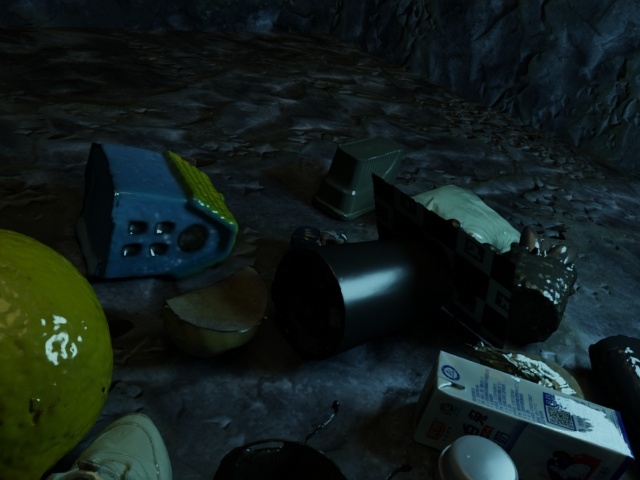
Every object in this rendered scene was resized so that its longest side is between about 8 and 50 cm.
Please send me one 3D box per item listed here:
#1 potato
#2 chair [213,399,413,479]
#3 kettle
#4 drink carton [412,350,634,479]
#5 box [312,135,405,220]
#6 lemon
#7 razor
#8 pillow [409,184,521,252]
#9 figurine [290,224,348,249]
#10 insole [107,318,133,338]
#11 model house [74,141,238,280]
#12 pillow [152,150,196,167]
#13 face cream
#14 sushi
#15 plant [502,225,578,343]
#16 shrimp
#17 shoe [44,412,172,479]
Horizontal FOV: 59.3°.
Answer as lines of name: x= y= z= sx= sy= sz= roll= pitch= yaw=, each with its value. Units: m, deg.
potato: x=-0.167 y=0.140 z=1.000 sx=0.138 sy=0.098 sz=0.243 roll=33 pitch=29 yaw=21
chair: x=-0.018 y=0.313 z=0.722 sx=0.213 sy=0.174 sz=0.149 roll=0 pitch=28 yaw=-44
kettle: x=0.071 y=0.107 z=1.117 sx=0.307 sy=0.262 sz=0.203 roll=-9 pitch=73 yaw=-40
drink carton: x=0.319 y=0.304 z=0.923 sx=0.314 sy=0.131 sz=0.107 roll=18 pitch=29 yaw=6
box: x=0.112 y=-0.182 z=1.570 sx=0.138 sy=0.178 sz=0.274 roll=32 pitch=34 yaw=27
lemon: x=-0.416 y=0.140 z=0.678 sx=0.335 sy=0.336 sz=0.336 roll=12 pitch=31 yaw=-7
razor: x=0.642 y=0.321 z=1.063 sx=0.189 sy=0.107 sz=0.327 roll=13 pitch=32 yaw=-5
pillow: x=0.370 y=-0.042 z=1.499 sx=0.309 sy=0.138 sz=0.283 roll=-14 pitch=42 yaw=-44
figurine: x=0.000 y=0.000 z=1.326 sx=0.149 sy=0.088 sz=0.086 roll=-16 pitch=5 yaw=-43
insole: x=-0.383 y=0.161 z=0.955 sx=0.045 sy=0.002 sz=0.135 roll=35 pitch=36 yaw=31
model house: x=-0.323 y=-0.061 z=1.152 sx=0.303 sy=0.216 sz=0.237 roll=-1 pitch=33 yaw=-32
pillow: x=-0.375 y=-0.157 z=1.438 sx=0.126 sy=0.043 sz=0.233 roll=6 pitch=33 yaw=-18
face cream: x=0.222 y=0.354 z=0.820 sx=0.117 sy=0.104 sz=0.117 roll=11 pitch=32 yaw=-7
sushi: x=0.280 y=0.019 z=1.196 sx=0.100 sy=0.296 sz=0.373 roll=-36 pitch=51 yaw=-20
plant: x=0.501 y=0.097 z=1.300 sx=0.194 sy=0.182 sz=0.320 roll=26 pitch=37 yaw=16
shrimp: x=0.383 y=0.274 z=1.076 sx=0.254 sy=0.059 sz=0.145 roll=16 pitch=40 yaw=-10
shoe: x=-0.235 y=0.295 z=0.602 sx=0.132 sy=0.211 sz=0.342 roll=12 pitch=30 yaw=-6
